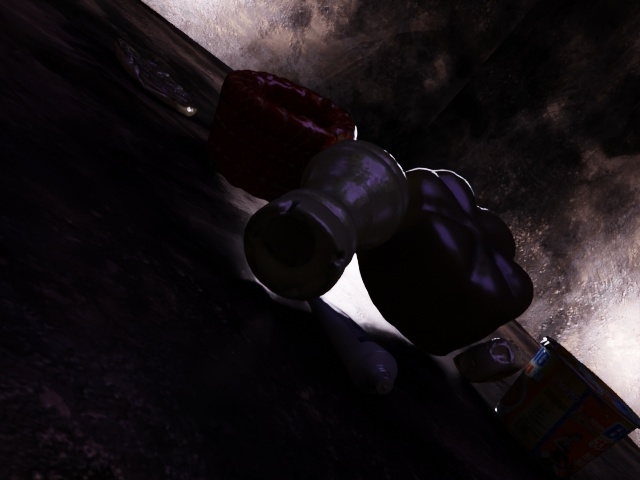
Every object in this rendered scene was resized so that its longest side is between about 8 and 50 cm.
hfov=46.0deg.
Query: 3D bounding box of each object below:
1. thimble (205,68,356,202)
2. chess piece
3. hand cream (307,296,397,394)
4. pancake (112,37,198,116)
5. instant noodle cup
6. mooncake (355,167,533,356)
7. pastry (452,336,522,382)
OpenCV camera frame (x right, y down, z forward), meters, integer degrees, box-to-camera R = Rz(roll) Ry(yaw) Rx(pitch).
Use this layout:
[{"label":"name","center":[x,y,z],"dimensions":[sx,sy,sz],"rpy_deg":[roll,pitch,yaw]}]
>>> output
[{"label":"thimble","center":[-0.092,-0.240,1.799],"dimensions":[0.350,0.231,0.350],"rpy_deg":[20,25,-10]},{"label":"chess piece","center":[0.021,-0.042,1.454],"dimensions":[0.234,0.234,0.442],"rpy_deg":[41,26,2]},{"label":"hand cream","center":[0.048,0.172,1.316],"dimensions":[0.124,0.078,0.341],"rpy_deg":[35,4,-25]},{"label":"pancake","center":[-0.444,-0.435,2.013],"dimensions":[0.282,0.049,0.282],"rpy_deg":[40,11,-9]},{"label":"instant noodle cup","center":[0.564,0.399,1.751],"dimensions":[0.296,0.214,0.296],"rpy_deg":[39,11,-9]},{"label":"mooncake","center":[0.291,0.039,1.819],"dimensions":[0.467,0.262,0.467],"rpy_deg":[35,35,-30]},{"label":"pastry","center":[0.407,0.294,1.825],"dimensions":[0.166,0.165,0.088],"rpy_deg":[25,46,-56]}]
